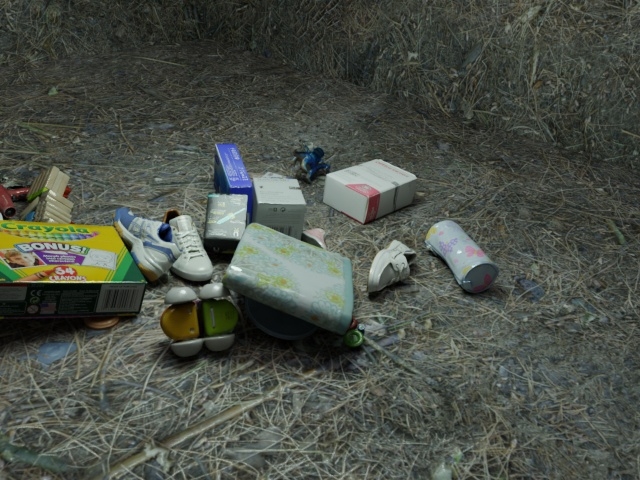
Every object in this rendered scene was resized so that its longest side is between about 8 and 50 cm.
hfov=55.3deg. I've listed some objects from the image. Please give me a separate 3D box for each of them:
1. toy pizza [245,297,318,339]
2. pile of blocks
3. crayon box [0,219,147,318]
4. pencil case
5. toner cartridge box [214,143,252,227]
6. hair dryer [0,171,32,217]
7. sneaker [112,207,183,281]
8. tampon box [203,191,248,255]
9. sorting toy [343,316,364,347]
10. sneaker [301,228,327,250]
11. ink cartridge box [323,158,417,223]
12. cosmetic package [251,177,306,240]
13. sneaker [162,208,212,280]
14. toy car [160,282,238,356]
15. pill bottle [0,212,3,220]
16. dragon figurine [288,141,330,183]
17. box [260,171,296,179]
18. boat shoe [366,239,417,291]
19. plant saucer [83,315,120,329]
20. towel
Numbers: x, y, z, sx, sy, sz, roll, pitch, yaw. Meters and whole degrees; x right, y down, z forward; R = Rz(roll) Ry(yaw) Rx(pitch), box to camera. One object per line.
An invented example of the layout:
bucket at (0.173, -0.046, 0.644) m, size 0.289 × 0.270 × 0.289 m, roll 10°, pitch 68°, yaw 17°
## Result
toy pizza at (-0.097, 0.182, 1.572) m, size 0.202 × 0.032 × 0.201 m, roll 14°, pitch 37°, yaw -11°
pile of blocks at (-0.797, -0.067, 1.810) m, size 0.113 × 0.149 × 0.362 m, roll 40°, pitch 18°, yaw -41°
crayon box at (-0.658, 0.064, 1.508) m, size 0.363 × 0.106 × 0.313 m, roll 3°, pitch 26°, yaw -37°
pencil case at (0.429, 0.045, 1.880) m, size 0.124 × 0.113 × 0.273 m, roll -12°, pitch 34°, yaw -14°
toner cartridge box at (-0.297, -0.184, 2.048) m, size 0.075 × 0.165 × 0.347 m, roll -2°, pitch 31°, yaw -17°
hair dryer at (-0.963, -0.158, 1.924) m, size 0.224 × 0.080 × 0.293 m, roll 3°, pitch 31°, yaw -10°
sneaker at (-0.481, -0.011, 1.719) m, size 0.131 × 0.111 × 0.296 m, roll -38°, pitch 53°, yaw -7°
tampon box at (-0.281, -0.047, 1.816) m, size 0.121 × 0.101 × 0.160 m, roll 4°, pitch 60°, yaw -7°
sorting toy at (0.082, 0.237, 1.545) m, size 0.061 × 0.042 × 0.101 m, roll -12°, pitch 45°, yaw -5°
sneaker at (0.000, 0.000, 1.913) m, size 0.070 × 0.050 × 0.134 m, roll -17°, pitch 34°, yaw -28°
ink cartridge box at (0.181, -0.183, 2.208) m, size 0.207 × 0.117 × 0.283 m, roll 31°, pitch 37°, yaw 35°
cosmetic package at (-0.140, -0.094, 1.941) m, size 0.152 × 0.151 × 0.183 m, roll 1°, pitch 30°, yaw -14°
sneaker at (-0.391, 0.005, 1.741) m, size 0.106 × 0.123 × 0.290 m, roll -11°, pitch 36°, yaw -33°
toy car at (-0.292, 0.187, 1.456) m, size 0.182 × 0.159 × 0.136 m, roll -6°, pitch -4°, yaw -23°
pill bottle at (-0.966, -0.017, 1.642) m, size 0.209 × 0.117 × 0.117 m, roll -12°, pitch 35°, yaw -30°
dragon figurine at (-0.044, -0.315, 2.302) m, size 0.085 × 0.289 × 0.144 m, roll 22°, pitch 70°, yaw 26°
box at (-0.166, -0.220, 2.278) m, size 0.136 × 0.028 × 0.081 m, roll 18°, pitch 31°, yaw 13°
boat shoe at (0.216, 0.077, 1.787) m, size 0.096 × 0.098 × 0.277 m, roll 19°, pitch 30°, yaw 19°
plant saucer at (-0.535, 0.188, 1.496) m, size 0.084 × 0.013 × 0.083 m, roll 7°, pitch 29°, yaw -4°
towel at (-0.072, 0.089, 1.585) m, size 0.321 × 0.090 × 0.374 m, roll 20°, pitch 19°, yaw -5°
